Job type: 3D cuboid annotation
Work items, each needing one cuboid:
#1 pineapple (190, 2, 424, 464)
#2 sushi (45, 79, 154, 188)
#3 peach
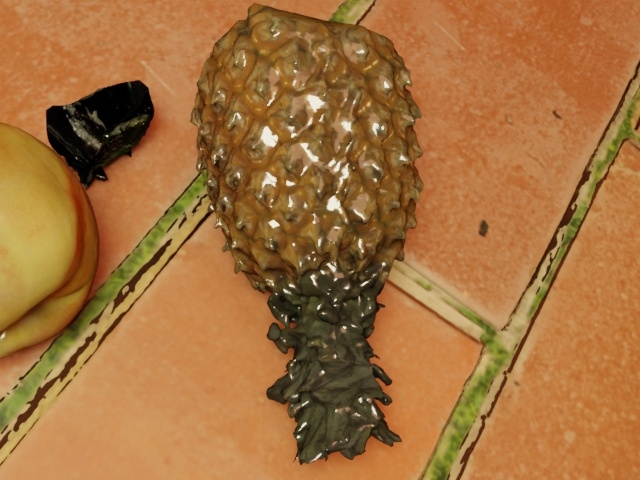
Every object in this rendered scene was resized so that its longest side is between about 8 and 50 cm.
[{"bbox_3d":[0.000,0.000,0.682,0.202,0.202,0.362,-2,74,-18],"label":"pineapple"},{"bbox_3d":[-0.195,-0.099,0.721,0.056,0.085,0.083,41,61,3],"label":"sushi"},{"bbox_3d":[-0.257,-0.004,0.609,0.184,0.184,0.184,7,64,-14],"label":"peach"}]
